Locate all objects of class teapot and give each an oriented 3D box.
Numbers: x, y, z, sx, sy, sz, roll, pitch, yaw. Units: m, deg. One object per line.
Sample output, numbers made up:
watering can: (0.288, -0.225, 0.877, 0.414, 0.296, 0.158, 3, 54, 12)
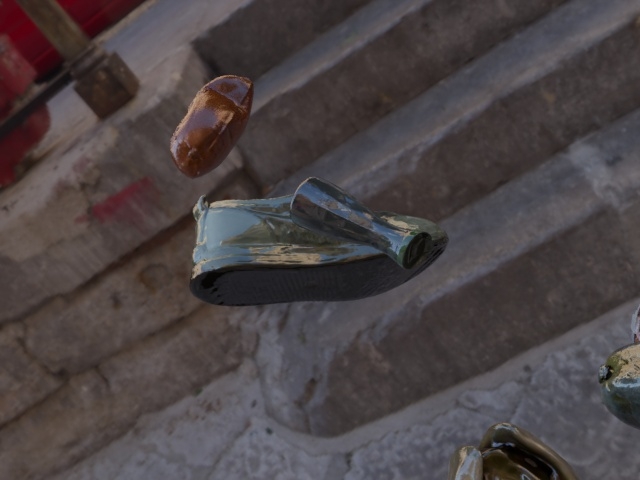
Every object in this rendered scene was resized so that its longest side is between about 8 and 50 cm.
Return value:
teapot: (0.031, -0.012, 0.635, 0.110, 0.043, 0.043, 25, 62, 30)

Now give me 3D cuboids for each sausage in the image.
sausage: (-0.153, -0.162, 1.186, 0.089, 0.089, 0.179, -12, 39, 45)

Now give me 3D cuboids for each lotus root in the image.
lotus root: (0.321, 0.130, 0.761, 0.088, 0.088, 0.165, -51, 12, -26)

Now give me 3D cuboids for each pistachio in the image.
pistachio: (0.187, 0.286, 0.776, 0.138, 0.238, 0.153, -21, 13, -30)

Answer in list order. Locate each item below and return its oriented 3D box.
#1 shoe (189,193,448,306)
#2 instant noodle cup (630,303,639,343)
shoe: (0.000, 0.000, 0.842, 0.103, 0.275, 0.098, 129, 134, -55)
instant noodle cup: (0.690, 0.194, 1.608, 0.125, 0.177, 0.208, 3, 31, 2)
